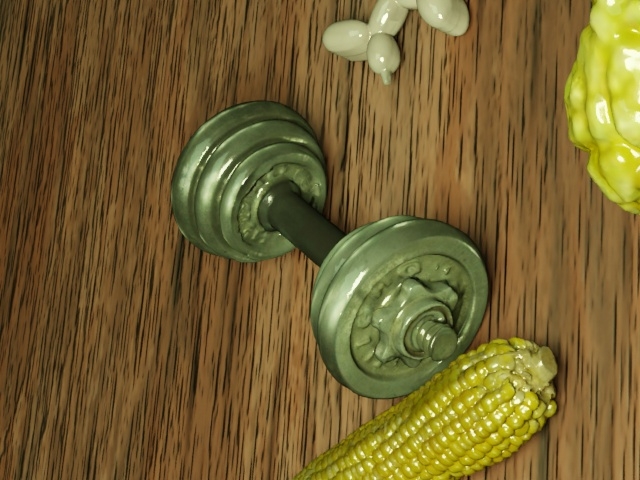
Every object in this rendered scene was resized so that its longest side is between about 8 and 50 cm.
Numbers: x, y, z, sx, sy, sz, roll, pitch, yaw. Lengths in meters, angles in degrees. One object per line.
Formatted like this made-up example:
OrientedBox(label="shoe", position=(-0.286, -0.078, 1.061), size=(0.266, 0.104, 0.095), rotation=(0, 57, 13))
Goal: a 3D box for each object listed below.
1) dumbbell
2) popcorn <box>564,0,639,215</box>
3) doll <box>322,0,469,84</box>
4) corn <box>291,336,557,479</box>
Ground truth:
OrientedBox(label="dumbbell", position=(0.000, 0.000, 1.375), size=(0.406, 0.179, 0.179), rotation=(41, 105, 46))
OrientedBox(label="popcorn", position=(0.309, -0.140, 1.087), size=(0.270, 0.224, 0.258), rotation=(-32, 83, 17))
OrientedBox(label="doll", position=(0.087, -0.239, 1.463), size=(0.160, 0.059, 0.161), rotation=(35, 100, 46))
OrientedBox(label="corn", position=(0.085, 0.186, 1.285), size=(0.320, 0.097, 0.097), rotation=(-37, 52, 32))
